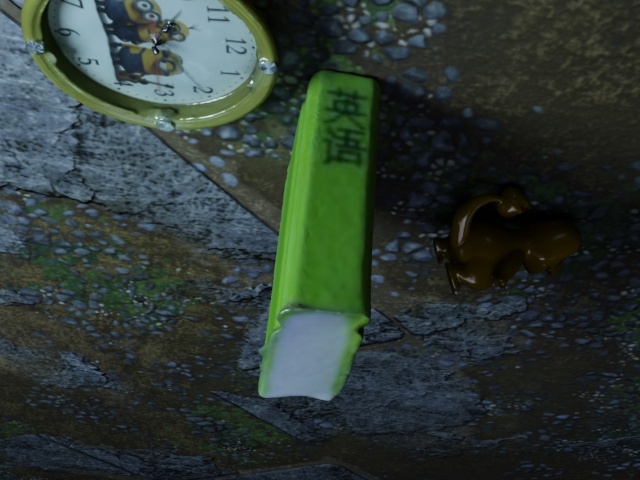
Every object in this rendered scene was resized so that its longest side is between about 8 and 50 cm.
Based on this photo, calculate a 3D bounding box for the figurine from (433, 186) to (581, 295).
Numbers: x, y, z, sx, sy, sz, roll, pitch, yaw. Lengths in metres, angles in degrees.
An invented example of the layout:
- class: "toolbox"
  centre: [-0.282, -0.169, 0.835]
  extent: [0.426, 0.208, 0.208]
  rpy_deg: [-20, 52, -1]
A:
- class: "figurine"
  centre: [0.227, -0.008, 1.014]
  extent: [0.176, 0.121, 0.122]
  rpy_deg: [-3, 122, -12]

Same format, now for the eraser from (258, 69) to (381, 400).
- class: "eraser"
  centre: [0.000, 0.000, 0.864]
  extent: [0.092, 0.274, 0.210]
  rpy_deg: [9, 148, -4]

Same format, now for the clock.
- class: "clock"
  centre: [-0.152, -0.187, 0.788]
  extent: [0.237, 0.057, 0.237]
  rpy_deg: [4, 151, 2]
